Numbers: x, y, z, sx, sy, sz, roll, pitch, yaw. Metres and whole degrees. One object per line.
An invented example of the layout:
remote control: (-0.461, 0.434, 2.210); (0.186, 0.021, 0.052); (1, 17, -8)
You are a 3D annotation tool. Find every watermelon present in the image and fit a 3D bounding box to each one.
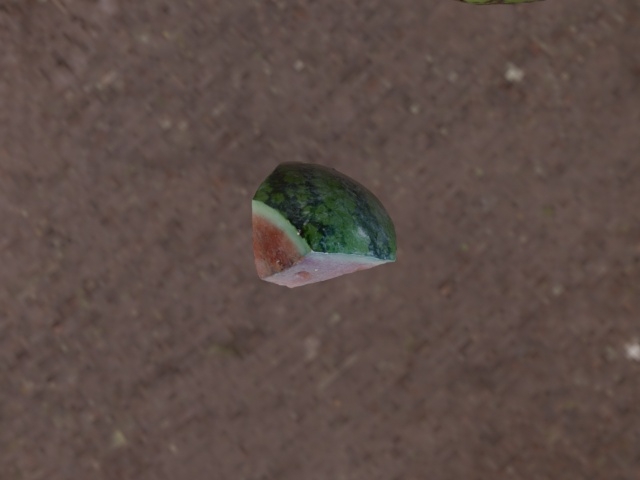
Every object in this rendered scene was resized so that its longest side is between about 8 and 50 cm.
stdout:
watermelon: (0.003, -0.005, 1.171); (0.084, 0.092, 0.072); (-54, 169, -37)

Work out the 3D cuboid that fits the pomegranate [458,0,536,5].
pomegranate: (0.097, -0.195, 0.956); (0.138, 0.126, 0.163); (9, 134, -7)
